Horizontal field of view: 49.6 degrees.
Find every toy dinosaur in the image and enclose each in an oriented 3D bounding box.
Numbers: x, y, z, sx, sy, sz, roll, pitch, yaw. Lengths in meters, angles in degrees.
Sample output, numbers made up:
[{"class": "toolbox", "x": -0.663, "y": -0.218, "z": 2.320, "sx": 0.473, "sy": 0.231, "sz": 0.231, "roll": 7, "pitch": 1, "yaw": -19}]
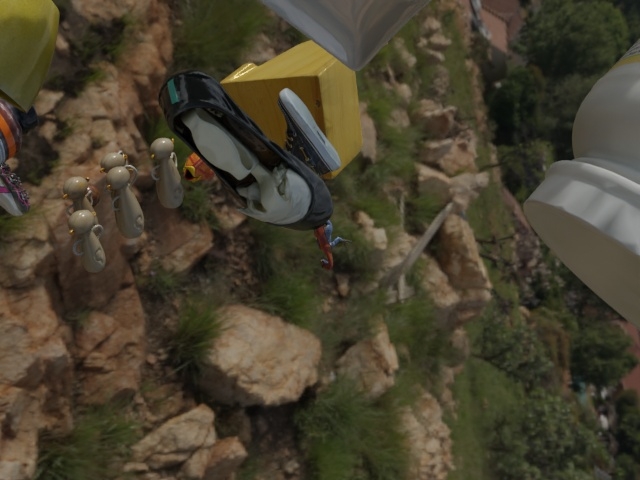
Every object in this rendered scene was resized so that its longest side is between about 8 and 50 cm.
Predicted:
[{"class": "toy dinosaur", "x": 0.000, "y": 0.000, "z": 0.967, "sx": 0.090, "sy": 0.047, "sz": 0.082, "roll": 5, "pitch": 79, "yaw": -52}]

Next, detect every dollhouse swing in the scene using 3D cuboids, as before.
[{"class": "dollhouse swing", "x": -0.012, "y": -0.322, "z": 1.664, "sx": 0.305, "sy": 0.347, "sz": 0.314, "roll": -23, "pitch": 111, "yaw": -42}]

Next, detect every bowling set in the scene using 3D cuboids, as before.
[{"class": "bowling set", "x": -0.417, "y": -0.091, "z": 1.308, "sx": 0.287, "sy": 0.200, "sz": 0.154, "roll": -51, "pitch": 149, "yaw": -41}]

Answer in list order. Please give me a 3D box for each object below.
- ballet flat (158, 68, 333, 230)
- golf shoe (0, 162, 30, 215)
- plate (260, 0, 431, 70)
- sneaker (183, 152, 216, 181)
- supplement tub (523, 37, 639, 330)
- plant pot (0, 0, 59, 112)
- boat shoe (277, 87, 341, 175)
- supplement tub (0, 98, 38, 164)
[{"class": "ballet flat", "x": -0.084, "y": -0.081, "z": 0.820, "sx": 0.280, "sy": 0.095, "sz": 0.096, "roll": 41, "pitch": 20, "yaw": -31}, {"class": "golf shoe", "x": -0.525, "y": -0.103, "z": 1.057, "sx": 0.186, "sy": 0.086, "sz": 0.067, "roll": 51, "pitch": -4, "yaw": -12}, {"class": "plate", "x": -0.018, "y": -0.305, "z": 0.676, "sx": 0.278, "sy": 0.277, "sz": 0.045, "roll": 34, "pitch": 76, "yaw": -11}, {"class": "sneaker", "x": -0.249, "y": -0.148, "z": 1.396, "sx": 0.064, "sy": 0.067, "sz": 0.175, "roll": 51, "pitch": -7, "yaw": -1}, {"class": "supplement tub", "x": 0.316, "y": -0.079, "z": 0.425, "sx": 0.241, "sy": 0.331, "sz": 0.241, "roll": 42, "pitch": 3, "yaw": -3}, {"class": "plant pot", "x": -0.298, "y": -0.197, "z": 0.634, "sx": 0.134, "sy": 0.134, "sz": 0.095, "roll": 42, "pitch": 79, "yaw": -39}, {"class": "boat shoe", "x": -0.042, "y": -0.176, "z": 1.217, "sx": 0.183, "sy": 0.083, "sz": 0.065, "roll": 52, "pitch": 20, "yaw": -35}, {"class": "supplement tub", "x": -0.474, "y": -0.132, "z": 0.913, "sx": 0.198, "sy": 0.106, "sz": 0.106, "roll": -47, "pitch": 117, "yaw": -38}]
